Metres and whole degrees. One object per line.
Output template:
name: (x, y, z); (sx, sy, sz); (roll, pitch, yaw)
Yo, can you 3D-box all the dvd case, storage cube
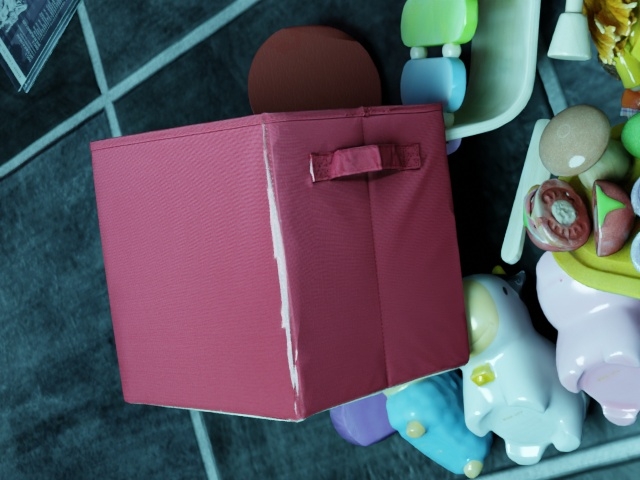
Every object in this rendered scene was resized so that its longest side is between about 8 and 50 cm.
dvd case: (-0.330, -0.306, 1.300); (0.221, 0.018, 0.164); (-49, 64, 30)
storage cube: (-0.028, 0.009, 0.809); (0.215, 0.184, 0.193); (-4, 94, 44)

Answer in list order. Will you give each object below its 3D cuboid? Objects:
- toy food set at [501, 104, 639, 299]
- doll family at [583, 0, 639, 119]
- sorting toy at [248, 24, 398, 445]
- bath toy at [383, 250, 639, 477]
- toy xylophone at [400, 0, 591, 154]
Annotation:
toy food set: (0.192, -0.035, 0.728); (0.218, 0.071, 0.128); (11, 74, 48)
doll family: (0.259, -0.184, 0.747); (0.163, 0.118, 0.263); (41, 116, 27)
sorting toy: (0.000, 0.000, 1.013); (0.126, 0.127, 0.365); (164, 95, -69)
bath toy: (0.196, 0.056, 0.823); (0.151, 0.129, 0.348); (42, 134, -22)
toy xylophone: (0.118, -0.224, 0.833); (0.236, 0.081, 0.322); (177, 94, -75)
